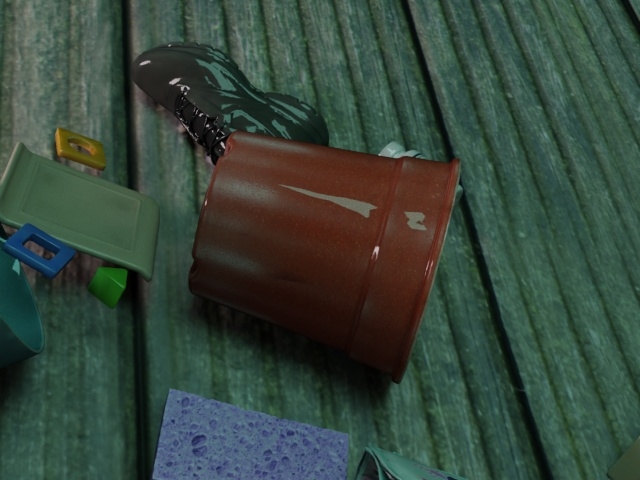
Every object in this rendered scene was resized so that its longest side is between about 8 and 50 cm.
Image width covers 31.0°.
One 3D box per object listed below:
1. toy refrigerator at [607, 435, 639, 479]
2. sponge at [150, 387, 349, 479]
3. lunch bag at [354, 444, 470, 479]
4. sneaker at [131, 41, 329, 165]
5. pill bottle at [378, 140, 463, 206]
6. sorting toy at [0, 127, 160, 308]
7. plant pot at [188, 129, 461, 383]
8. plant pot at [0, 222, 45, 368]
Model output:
[{"bbox_3d":[0.483,0.318,1.351,0.269,0.094,0.102,42,46,19],"label":"toy refrigerator"},{"bbox_3d":[-0.071,0.236,1.228,0.210,0.031,0.117,15,44,-9],"label":"sponge"},{"bbox_3d":[0.133,0.330,1.135,0.223,0.160,0.262,20,39,-10],"label":"lunch bag"},{"bbox_3d":[-0.133,-0.168,1.550,0.286,0.109,0.130,26,49,4],"label":"sneaker"},{"bbox_3d":[0.134,-0.083,1.608,0.120,0.067,0.067,41,45,17],"label":"pill bottle"},{"bbox_3d":[-0.285,-0.027,1.356,0.196,0.047,0.347,25,24,-16],"label":"sorting toy"},{"bbox_3d":[0.000,0.000,1.344,0.265,0.272,0.272,16,43,2],"label":"plant pot"},{"bbox_3d":[-0.427,0.024,1.131,0.195,0.290,0.290,-27,58,-5],"label":"plant pot"}]
